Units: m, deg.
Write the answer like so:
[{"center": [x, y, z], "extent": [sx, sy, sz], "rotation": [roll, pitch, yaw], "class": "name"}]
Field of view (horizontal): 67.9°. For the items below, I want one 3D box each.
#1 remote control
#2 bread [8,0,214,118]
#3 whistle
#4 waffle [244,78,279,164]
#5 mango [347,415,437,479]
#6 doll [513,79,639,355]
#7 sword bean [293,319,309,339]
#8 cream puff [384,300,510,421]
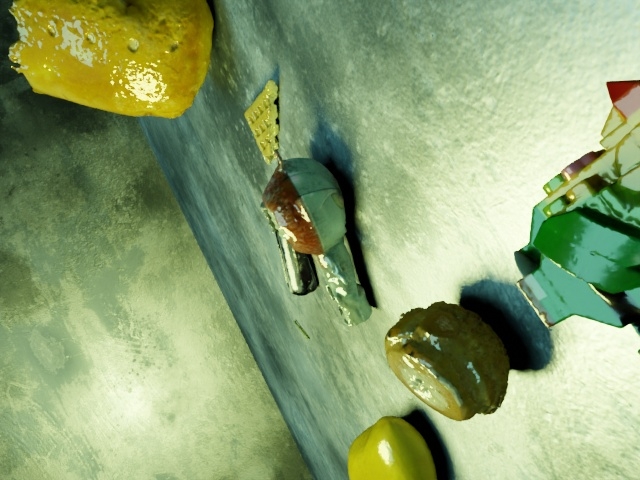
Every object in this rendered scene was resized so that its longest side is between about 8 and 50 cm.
[{"center": [-0.073, 0.009, 1.065], "extent": [0.090, 0.066, 0.266], "rotation": [23, 136, 55], "class": "remote control"}, {"center": [-0.413, -0.424, 0.953], "extent": [0.250, 0.394, 0.361], "rotation": [-77, 3, -53], "class": "bread"}, {"center": [-0.001, 0.000, 0.809], "extent": [0.142, 0.133, 0.346], "rotation": [14, 136, 53], "class": "whistle"}, {"center": [-0.091, -0.215, 0.890], "extent": [0.191, 0.032, 0.125], "rotation": [1, 114, 69], "class": "waffle"}, {"center": [0.149, 0.474, 0.971], "extent": [0.195, 0.142, 0.332], "rotation": [51, 154, 20], "class": "mango"}, {"center": [0.208, -0.011, 0.300], "extent": [0.134, 0.106, 0.186], "rotation": [38, 132, 40], "class": "doll"}, {"center": [-0.056, 0.266, 1.411], "extent": [0.083, 0.012, 0.012], "rotation": [44, 152, 39], "class": "sword bean"}, {"center": [0.159, 0.142, 0.587], "extent": [0.165, 0.115, 0.150], "rotation": [32, 151, 40], "class": "cream puff"}]
